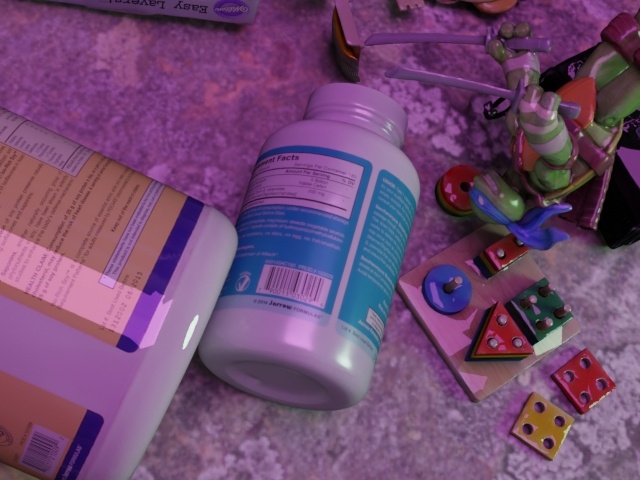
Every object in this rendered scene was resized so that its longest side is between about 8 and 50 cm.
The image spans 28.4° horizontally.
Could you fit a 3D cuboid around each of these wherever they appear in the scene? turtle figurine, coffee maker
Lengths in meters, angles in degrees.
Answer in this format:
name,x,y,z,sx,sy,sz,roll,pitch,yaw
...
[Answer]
name,x,y,z,sx,sy,sz,roll,pitch,yaw
turtle figurine,0.200,-0.154,1.080,0.266,0.198,0.274,-36,82,8
coffee maker,0.275,-0.085,1.218,0.171,0.120,0.178,-29,78,7

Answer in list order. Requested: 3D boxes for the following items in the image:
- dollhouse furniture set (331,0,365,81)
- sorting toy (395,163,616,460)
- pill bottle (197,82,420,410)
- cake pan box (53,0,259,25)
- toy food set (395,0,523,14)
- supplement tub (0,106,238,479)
name,x,y,z,sx,sy,sz,roll,pitch,yaw
dollhouse furniture set,-0.006,-0.223,1.201,0.059,0.076,0.151,-13,73,-7
sorting toy,0.165,0.064,1.156,0.132,0.046,0.274,-30,82,-23
pill bottle,0.000,0.000,1.076,0.146,0.146,0.264,21,66,-8
cake pan box,-0.172,-0.332,1.182,0.267,0.070,0.245,6,71,-9
toy food set,0.150,-0.285,1.289,0.192,0.038,0.132,-11,67,-14
supplement tub,-0.254,0.024,0.942,0.331,0.241,0.241,26,66,-6
